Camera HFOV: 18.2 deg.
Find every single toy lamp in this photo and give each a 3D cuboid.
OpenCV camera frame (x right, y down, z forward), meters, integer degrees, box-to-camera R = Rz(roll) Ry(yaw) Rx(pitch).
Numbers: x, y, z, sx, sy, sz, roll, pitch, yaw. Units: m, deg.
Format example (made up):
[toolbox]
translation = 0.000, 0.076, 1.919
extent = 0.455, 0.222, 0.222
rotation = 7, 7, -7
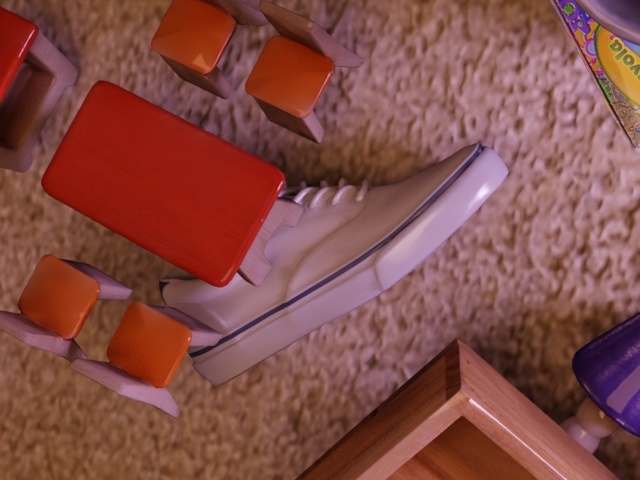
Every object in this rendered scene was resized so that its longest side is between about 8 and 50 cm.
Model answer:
[toy lamp]
translation = 0.146, 0.152, 1.317
extent = 0.080, 0.080, 0.274
rotation = 42, 109, 1

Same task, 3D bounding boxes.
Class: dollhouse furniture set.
[dollhouse furniture set]
translation = -0.142, -0.059, 1.262
extent = 0.259, 0.135, 0.262
rotation = 27, 88, 24

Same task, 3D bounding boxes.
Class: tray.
[tray]
translation = 0.163, 0.265, 1.290
extent = 0.411, 0.076, 0.203
rotation = 41, 111, -15

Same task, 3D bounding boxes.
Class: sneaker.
[sneaker]
translation = 0.000, 0.000, 1.306
extent = 0.258, 0.094, 0.091
rotation = -33, 97, 19

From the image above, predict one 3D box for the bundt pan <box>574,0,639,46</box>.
[bundt pan]
translation = 0.229, -0.231, 0.866
extent = 0.331, 0.124, 0.330
rotation = 4, 105, 13

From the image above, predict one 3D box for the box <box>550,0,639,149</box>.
[box]
translation = 0.263, -0.213, 1.082
extent = 0.279, 0.290, 0.177
rotation = -27, 96, 19
